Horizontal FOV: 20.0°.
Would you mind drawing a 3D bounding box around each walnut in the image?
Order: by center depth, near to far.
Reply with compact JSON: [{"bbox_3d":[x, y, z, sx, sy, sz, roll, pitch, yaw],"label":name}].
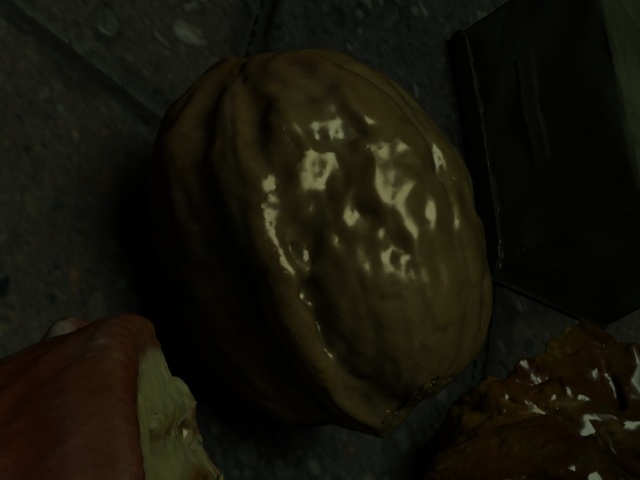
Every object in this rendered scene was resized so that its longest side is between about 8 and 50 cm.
[{"bbox_3d":[0.000,0.000,1.075,0.198,0.198,0.245,-13,83,-52],"label":"walnut"}]

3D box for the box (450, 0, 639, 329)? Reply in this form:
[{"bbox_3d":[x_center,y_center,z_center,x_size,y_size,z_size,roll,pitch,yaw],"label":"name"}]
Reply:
[{"bbox_3d":[0.213,-0.079,1.409,0.155,0.149,0.231,24,48,-38],"label":"box"}]

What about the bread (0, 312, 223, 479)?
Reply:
[{"bbox_3d":[-0.099,0.137,0.740,0.190,0.123,0.244,65,6,-47],"label":"bread"}]

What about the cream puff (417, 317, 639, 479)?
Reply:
[{"bbox_3d":[0.182,0.165,1.208,0.241,0.155,0.269,40,47,-15],"label":"cream puff"}]
